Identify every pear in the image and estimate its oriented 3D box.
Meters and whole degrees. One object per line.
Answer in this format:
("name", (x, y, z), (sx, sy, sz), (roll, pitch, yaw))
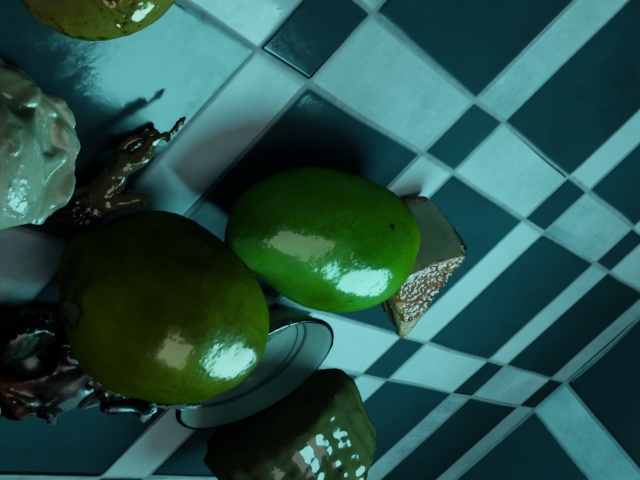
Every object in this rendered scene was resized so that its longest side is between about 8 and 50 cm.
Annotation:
("pear", (-0.213, -0.281, 1.015), (0.178, 0.178, 0.178), (-27, 149, -18))
("pear", (-0.215, 0.091, 1.416), (0.321, 0.269, 0.269), (32, 110, -34))

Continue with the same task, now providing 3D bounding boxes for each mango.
("mango", (0.000, 0.000, 1.582), (0.382, 0.201, 0.225), (10, 133, -48))

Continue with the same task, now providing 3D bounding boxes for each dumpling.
("dumpling", (-0.370, -0.108, 1.114), (0.258, 0.147, 0.193), (9, 97, -45))

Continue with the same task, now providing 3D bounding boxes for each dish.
("dish", (-0.134, 0.206, 1.829), (0.317, 0.106, 0.316), (-27, 152, -15))

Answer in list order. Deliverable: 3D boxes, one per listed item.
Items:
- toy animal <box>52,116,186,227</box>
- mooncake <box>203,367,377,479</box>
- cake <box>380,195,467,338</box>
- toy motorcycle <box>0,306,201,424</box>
("toy animal", (-0.250, -0.081, 1.333), (0.220, 0.069, 0.086), (-42, 131, 5))
("mooncake", (-0.047, 0.393, 1.949), (0.324, 0.187, 0.324), (-28, -169, 6))
("cake", (0.120, 0.066, 1.847), (0.160, 0.158, 0.262), (-7, 140, -35))
("toy motorcycle", (-0.345, 0.205, 1.572), (0.401, 0.134, 0.207), (10, 127, -50))
